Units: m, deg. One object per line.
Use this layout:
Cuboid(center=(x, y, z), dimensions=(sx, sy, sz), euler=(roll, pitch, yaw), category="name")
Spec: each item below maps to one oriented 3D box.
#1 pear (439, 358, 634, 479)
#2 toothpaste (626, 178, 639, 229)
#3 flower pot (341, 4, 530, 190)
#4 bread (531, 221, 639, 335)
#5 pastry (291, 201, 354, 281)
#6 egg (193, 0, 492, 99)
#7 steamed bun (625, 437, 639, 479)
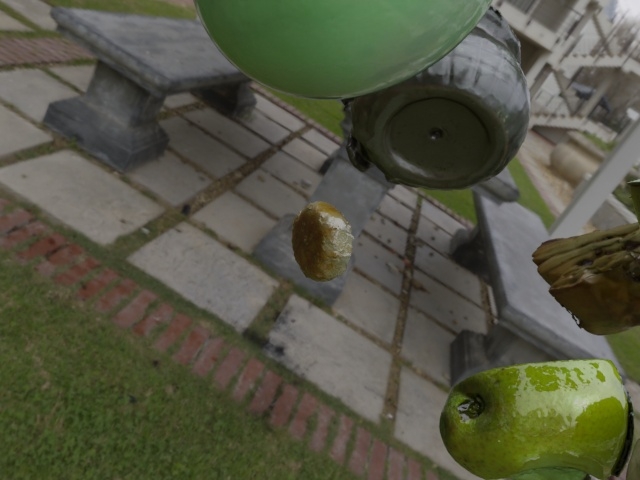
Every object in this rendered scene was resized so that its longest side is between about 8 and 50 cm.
Cuboid(center=(0.325, 0.304, 0.981), dimensions=(0.292, 0.292, 0.160), euler=(20, 53, -30), category="pear")
Cuboid(center=(0.606, 0.041, 1.029), dimensions=(0.071, 0.089, 0.313), euler=(-138, -148, -86), category="toothpaste")
Cuboid(center=(0.181, -0.226, 0.998), dimensions=(0.301, 0.302, 0.213), euler=(27, 51, -14), category="flower pot")
Cuboid(center=(0.633, 0.096, 1.282), dimensions=(0.277, 0.324, 0.167), euler=(32, 62, -31), category="bread")
Cuboid(center=(0.000, 0.000, 1.478), dimensions=(0.093, 0.182, 0.192), euler=(0, 39, -30), category="pastry")
Cuboid(center=(0.020, -0.233, 0.518), dimensions=(0.269, 0.221, 0.220), euler=(-3, 11, 21), category="egg")
Cuboid(center=(0.546, 0.281, 0.745), dimensions=(0.289, 0.203, 0.276), euler=(2, 31, 0), category="steamed bun")
